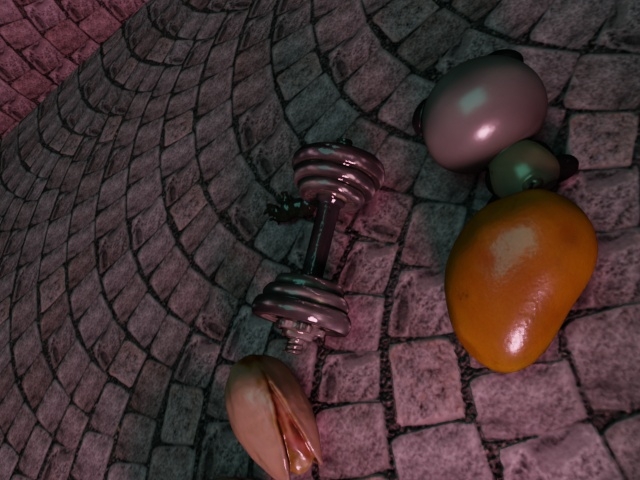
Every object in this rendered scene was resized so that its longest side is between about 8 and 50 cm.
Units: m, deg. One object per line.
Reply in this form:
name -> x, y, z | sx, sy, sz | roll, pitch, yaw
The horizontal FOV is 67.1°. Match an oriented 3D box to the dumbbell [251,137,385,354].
dumbbell -> 0.000, 0.000, 0.860 | 0.179, 0.179, 0.405 | 2, 70, 36

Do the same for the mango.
mango -> 0.263, 0.048, 0.673 | 0.176, 0.139, 0.254 | 32, 95, 35

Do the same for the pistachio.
pistachio -> -0.079, 0.287, 0.800 | 0.144, 0.144, 0.215 | -44, 62, 10

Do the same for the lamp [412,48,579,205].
lamp -> 0.273, -0.170, 0.761 | 0.198, 0.198, 0.243 | -34, 75, 18

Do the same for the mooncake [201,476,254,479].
mooncake -> -0.194, 0.520, 0.772 | 0.250, 0.136, 0.254 | -26, 55, 28

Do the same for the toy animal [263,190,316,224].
toy animal -> -0.068, -0.071, 1.029 | 0.136, 0.047, 0.064 | -12, 70, 25
